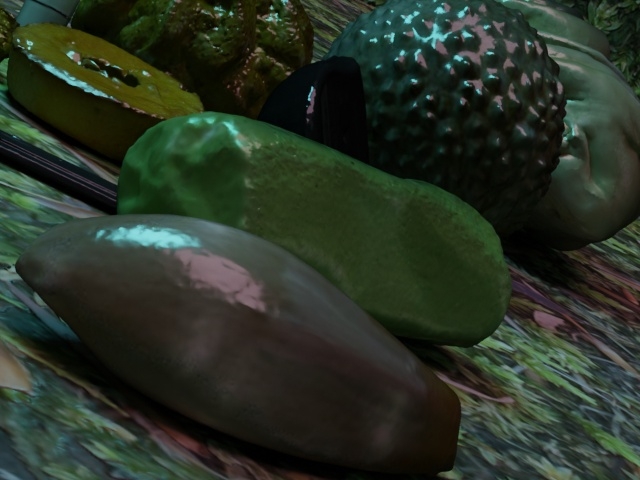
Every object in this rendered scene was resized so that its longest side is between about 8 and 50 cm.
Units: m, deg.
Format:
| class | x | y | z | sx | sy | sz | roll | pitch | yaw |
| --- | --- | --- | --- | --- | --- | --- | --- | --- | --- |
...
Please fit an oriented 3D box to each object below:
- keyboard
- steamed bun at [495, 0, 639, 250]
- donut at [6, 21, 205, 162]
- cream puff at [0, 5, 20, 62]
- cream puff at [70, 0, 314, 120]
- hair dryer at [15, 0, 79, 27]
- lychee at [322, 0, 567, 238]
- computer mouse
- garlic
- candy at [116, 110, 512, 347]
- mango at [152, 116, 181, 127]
| class | x | y | z | sx | sy | sz | roll | pitch | yaw |
| --- | --- | --- | --- | --- | --- | --- | --- | --- | --- |
| keyboard | -0.159 | -0.034 | 1.436 | 0.202 | 0.011 | 0.067 | 26 | 11 | -10 |
| steamed bun | 0.226 | -0.162 | 2.127 | 0.394 | 0.237 | 0.346 | 27 | -9 | 45 |
| donut | -0.187 | -0.119 | 1.605 | 0.178 | 0.065 | 0.162 | 36 | 20 | 28 |
| cream puff | -0.298 | -0.182 | 1.619 | 0.083 | 0.058 | 0.083 | 24 | 11 | -10 |
| cream puff | -0.123 | -0.201 | 1.849 | 0.244 | 0.196 | 0.244 | 42 | -13 | 12 |
| hair dryer | -0.263 | -0.230 | 1.871 | 0.047 | 0.082 | 0.137 | 27 | -3 | -4 |
| lychee | 0.116 | -0.114 | 1.850 | 0.255 | 0.255 | 0.274 | 21 | 48 | -31 |
| computer mouse | -0.013 | -0.084 | 1.626 | 0.088 | 0.147 | 0.264 | 0 | 6 | 15 |
| garlic | -0.029 | 0.068 | 1.142 | 0.318 | 0.112 | 0.143 | 33 | 5 | -34 |
| candy | 0.000 | 0.000 | 1.409 | 0.142 | 0.132 | 0.343 | -17 | -22 | 38 |
| mango | -0.099 | -0.061 | 1.532 | 0.080 | 0.060 | 0.114 | 68 | 18 | 9 |
